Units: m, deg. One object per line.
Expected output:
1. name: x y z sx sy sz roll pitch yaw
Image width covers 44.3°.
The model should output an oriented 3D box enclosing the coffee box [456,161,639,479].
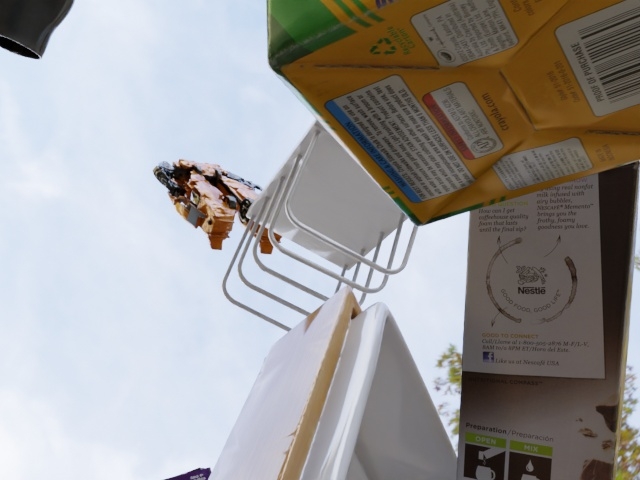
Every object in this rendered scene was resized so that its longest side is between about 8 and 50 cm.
1. coffee box: 0.189 0.075 0.645 0.119 0.168 0.297 5 -80 22

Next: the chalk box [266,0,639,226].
1. chalk box: 0.085 -0.188 0.437 0.179 0.180 0.289 -18 -123 24

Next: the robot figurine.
1. robot figurine: -0.194 -0.072 1.460 0.291 0.211 0.085 41 -62 51

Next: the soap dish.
1. soap dish: 0.019 0.199 0.580 0.118 0.291 0.229 -19 -72 18

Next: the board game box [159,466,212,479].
1. board game box: -0.264 0.324 0.764 0.347 0.208 0.056 -12 -131 -13

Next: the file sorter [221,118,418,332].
1. file sorter: 0.000 0.000 1.126 0.277 0.193 0.173 -46 -160 54

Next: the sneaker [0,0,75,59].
1. sneaker: -0.430 -0.325 0.989 0.083 0.222 0.118 -15 -128 69
